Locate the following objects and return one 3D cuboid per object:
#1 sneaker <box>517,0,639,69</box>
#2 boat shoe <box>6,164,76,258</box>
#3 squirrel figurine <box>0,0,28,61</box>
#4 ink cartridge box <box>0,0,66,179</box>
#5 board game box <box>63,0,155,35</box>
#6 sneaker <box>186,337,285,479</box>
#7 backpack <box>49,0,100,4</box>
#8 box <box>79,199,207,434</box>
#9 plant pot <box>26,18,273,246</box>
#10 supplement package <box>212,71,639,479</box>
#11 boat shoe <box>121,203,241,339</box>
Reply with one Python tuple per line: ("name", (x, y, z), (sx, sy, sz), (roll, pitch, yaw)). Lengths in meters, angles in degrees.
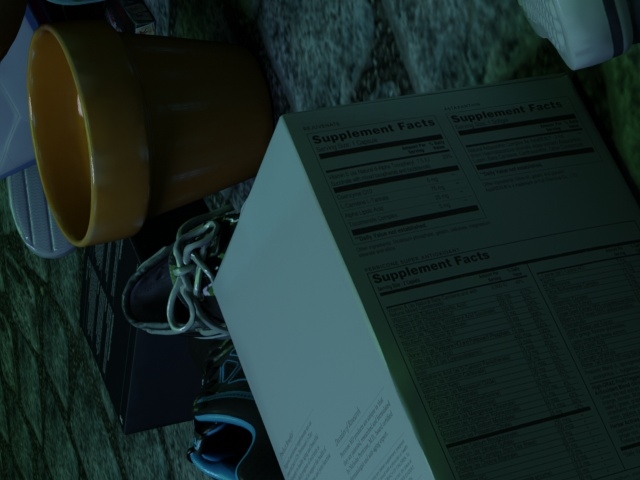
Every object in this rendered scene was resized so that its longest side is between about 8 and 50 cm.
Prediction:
("sneaker", (0.149, -0.170, 0.698), (0.321, 0.127, 0.126), (-96, -19, -67))
("boat shoe", (-0.363, -0.131, 1.864), (0.119, 0.121, 0.335), (130, 137, -69))
("squirrel figurine", (-0.355, -0.332, 1.244), (0.370, 0.281, 0.396), (135, 127, -71))
("ink cartridge box", (-0.410, -0.302, 1.657), (0.395, 0.151, 0.270), (-116, 3, -48))
("board game box", (-0.255, -0.267, 1.650), (0.259, 0.030, 0.136), (-124, 31, -42))
("sneaker", (-0.067, 0.139, 1.259), (0.341, 0.140, 0.125), (-144, 47, -59))
("backpack", (-0.256, -0.342, 1.457), (0.144, 0.166, 0.188), (129, 126, -78))
("box", (-0.191, 0.060, 1.548), (0.261, 0.103, 0.184), (104, 149, -42))
("plant pot", (-0.154, -0.110, 1.290), (0.205, 0.188, 0.205), (39, 135, 55))
("supplement package", (0.084, 0.071, 0.823), (0.199, 0.198, 0.262), (116, 137, -54))
("boat shoe", (-0.081, 0.026, 1.157), (0.306, 0.105, 0.113), (-13, 79, 60))
